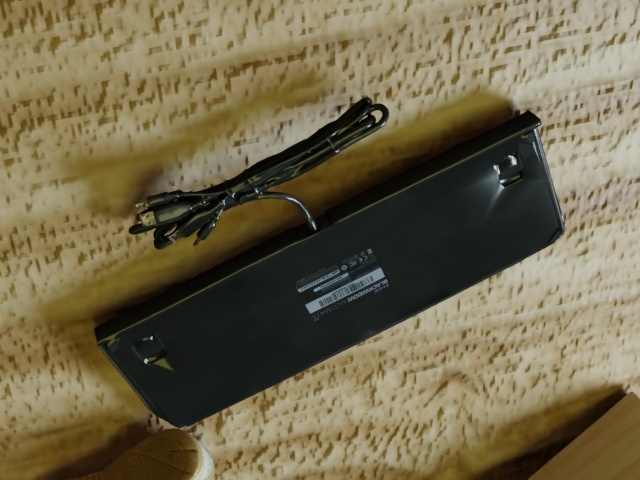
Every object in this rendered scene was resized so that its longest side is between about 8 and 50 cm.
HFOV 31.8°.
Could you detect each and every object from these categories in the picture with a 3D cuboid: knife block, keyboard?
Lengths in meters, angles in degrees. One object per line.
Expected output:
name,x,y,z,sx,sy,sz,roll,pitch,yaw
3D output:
knife block,0.157,0.266,0.893,0.242,0.088,0.275,-6,129,-37
keyboard,0.000,0.000,0.726,0.317,0.033,0.201,-27,135,-1

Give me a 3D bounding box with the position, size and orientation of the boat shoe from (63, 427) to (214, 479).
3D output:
boat shoe,-0.149,0.191,0.792,0.170,0.063,0.059,-27,153,8
